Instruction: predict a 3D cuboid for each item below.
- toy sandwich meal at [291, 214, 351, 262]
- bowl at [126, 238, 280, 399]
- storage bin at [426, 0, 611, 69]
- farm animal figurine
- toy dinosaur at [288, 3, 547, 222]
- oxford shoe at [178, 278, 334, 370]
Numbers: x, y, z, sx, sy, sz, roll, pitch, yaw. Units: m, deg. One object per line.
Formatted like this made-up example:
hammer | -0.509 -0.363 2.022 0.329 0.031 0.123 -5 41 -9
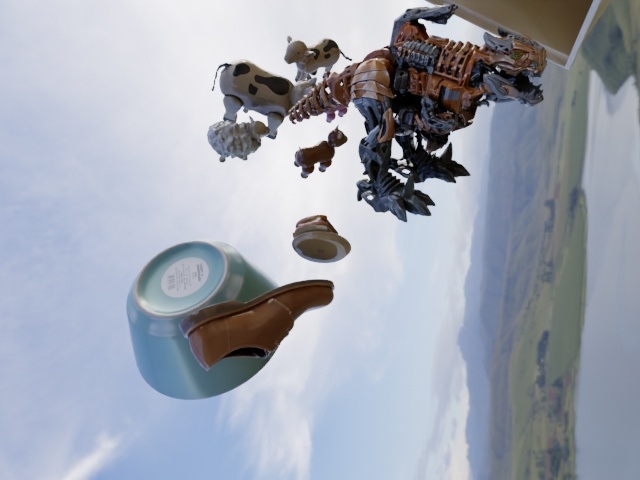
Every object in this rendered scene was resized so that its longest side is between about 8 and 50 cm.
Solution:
toy sandwich meal | 0.000 0.000 0.653 0.085 0.085 0.029 56 -147 -53
bowl | -0.230 0.117 0.942 0.163 0.311 0.312 74 -149 -46
storage bin | 0.218 -0.365 0.548 0.123 0.260 0.262 -53 -19 -7
farm animal figurine | -0.068 -0.317 1.078 0.172 0.326 0.331 123 148 -61
toy dinosaur | 0.103 -0.162 0.617 0.164 0.322 0.219 -26 -63 -25
oxford shoe | -0.063 0.104 0.630 0.212 0.076 0.076 -17 -112 -33
